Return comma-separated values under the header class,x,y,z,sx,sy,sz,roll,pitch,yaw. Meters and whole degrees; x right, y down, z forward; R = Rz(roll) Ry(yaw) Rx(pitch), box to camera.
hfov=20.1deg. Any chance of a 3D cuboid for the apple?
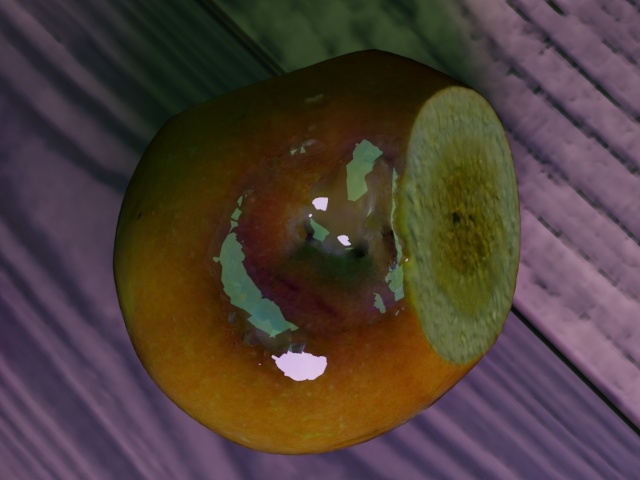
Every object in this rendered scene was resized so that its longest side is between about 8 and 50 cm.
class,x,y,z,sx,sy,sz,roll,pitch,yaw
apple,0.001,0.006,0.697,0.163,0.147,0.146,-17,86,5
